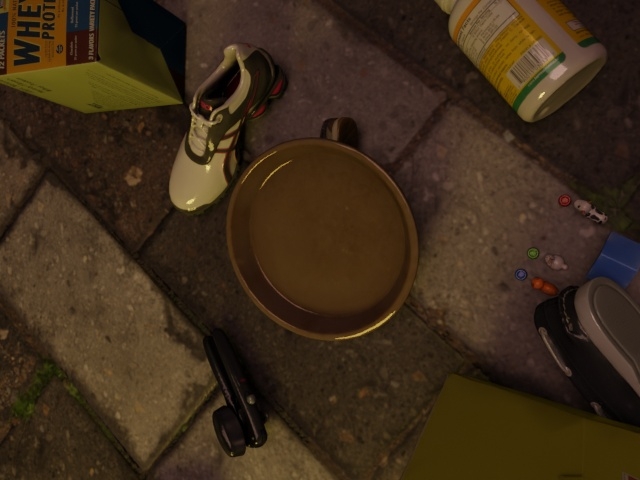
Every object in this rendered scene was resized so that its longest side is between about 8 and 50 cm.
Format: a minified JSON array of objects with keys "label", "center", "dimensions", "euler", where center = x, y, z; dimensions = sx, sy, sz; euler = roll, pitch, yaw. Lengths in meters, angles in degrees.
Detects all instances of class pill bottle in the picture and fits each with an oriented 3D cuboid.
[{"label":"pill bottle","center":[0.230,-0.256,0.699],"dimensions":[0.117,0.117,0.208],"euler":[-40,75,14]}]

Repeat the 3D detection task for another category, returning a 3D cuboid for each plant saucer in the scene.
[{"label":"plant saucer","center":[0.000,0.000,0.779],"dimensions":[0.277,0.041,0.278],"euler":[7,107,23]}]

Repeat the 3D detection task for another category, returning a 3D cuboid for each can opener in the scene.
[{"label":"can opener","center":[-0.126,0.215,0.843],"dimensions":[0.059,0.073,0.186],"euler":[-29,68,25]}]

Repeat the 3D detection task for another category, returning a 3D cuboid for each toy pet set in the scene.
[{"label":"toy pet set","center":[0.309,0.017,0.683],"dimensions":[0.114,0.065,0.122],"euler":[29,98,20]}]

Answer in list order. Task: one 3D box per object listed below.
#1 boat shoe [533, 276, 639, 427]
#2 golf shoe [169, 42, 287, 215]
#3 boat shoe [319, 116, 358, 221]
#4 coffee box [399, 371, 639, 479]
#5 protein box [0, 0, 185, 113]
[{"label":"boat shoe","center":[0.360,0.177,0.645],"dimensions":[0.302,0.114,0.091],"euler":[57,144,4]},{"label":"golf shoe","center":[-0.162,-0.164,0.843],"dimensions":[0.105,0.120,0.273],"euler":[33,100,17]},{"label":"boat shoe","center":[0.020,-0.096,0.809],"dimensions":[0.049,0.056,0.152],"euler":[17,102,46]},{"label":"coffee box","center":[0.214,0.377,0.510],"dimensions":[0.338,0.337,0.334],"euler":[14,113,21]},{"label":"protein box","center":[-0.345,-0.290,0.873],"dimensions":[0.201,0.200,0.136],"euler":[0,87,21]}]
